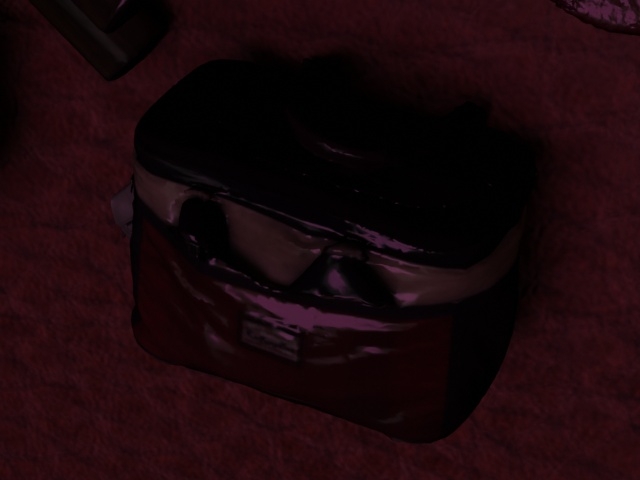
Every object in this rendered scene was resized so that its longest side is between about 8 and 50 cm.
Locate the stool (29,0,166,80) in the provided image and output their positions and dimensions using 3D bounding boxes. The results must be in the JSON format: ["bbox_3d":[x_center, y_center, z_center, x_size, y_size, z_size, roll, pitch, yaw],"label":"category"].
[{"bbox_3d":[-0.182,-0.194,1.011,0.226,0.310,0.310,46,131,-3],"label":"stool"}]

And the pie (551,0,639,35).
[{"bbox_3d":[0.176,-0.182,0.976,0.154,0.036,0.154,15,124,23],"label":"pie"}]

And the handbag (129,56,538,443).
[{"bbox_3d":[0.000,0.000,1.099,0.254,0.181,0.181,18,127,18],"label":"handbag"}]

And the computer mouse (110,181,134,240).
[{"bbox_3d":[-0.114,-0.023,1.247,0.110,0.032,0.056,-34,96,40],"label":"computer mouse"}]
